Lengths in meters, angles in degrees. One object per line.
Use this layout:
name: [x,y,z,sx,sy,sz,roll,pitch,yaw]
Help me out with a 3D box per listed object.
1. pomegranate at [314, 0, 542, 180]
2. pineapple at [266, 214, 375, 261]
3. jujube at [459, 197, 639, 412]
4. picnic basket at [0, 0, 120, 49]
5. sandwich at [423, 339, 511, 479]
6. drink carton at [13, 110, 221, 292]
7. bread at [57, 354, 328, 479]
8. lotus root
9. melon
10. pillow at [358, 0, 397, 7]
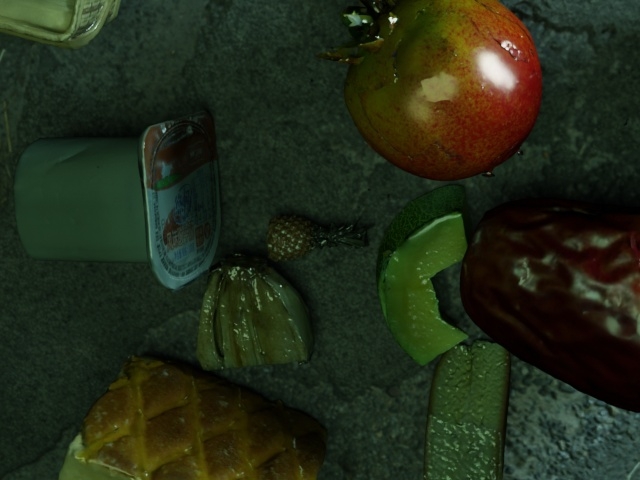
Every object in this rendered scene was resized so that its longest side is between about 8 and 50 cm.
pomegranate: [0.115,-0.168,1.285,0.235,0.210,0.210,30,112,-10]
pineapple: [0.000,0.000,1.447,0.124,0.058,0.058,4,111,3]
jujube: [0.312,0.063,1.327,0.318,0.223,0.223,19,113,19]
picnic basket: [-0.307,-0.377,1.296,0.228,0.175,0.313,16,108,4]
sandwich: [0.176,0.247,1.491,0.094,0.096,0.258,4,109,14]
drink carton: [-0.232,-0.042,1.398,0.189,0.185,0.191,0,104,15]
bread: [-0.158,0.300,1.470,0.279,0.279,0.207,24,114,3]
lotus root: [-0.079,0.080,1.481,0.143,0.070,0.144,1,115,16]
melon: [0.122,0.046,1.440,0.118,0.064,0.209,-5,112,6]
pillow: [0.116,-0.329,1.314,0.211,0.034,0.135,-24,103,15]
